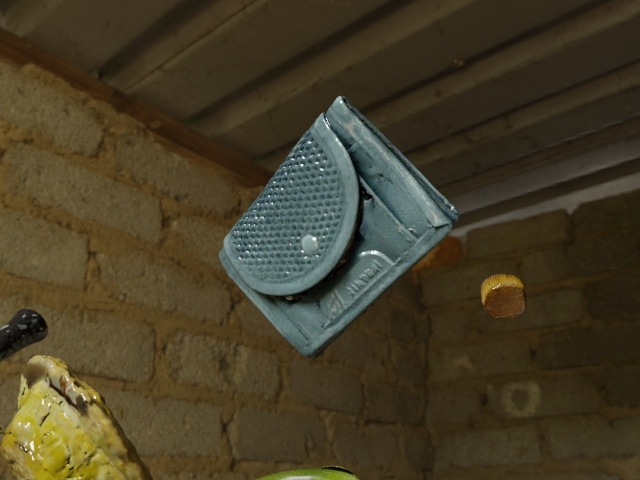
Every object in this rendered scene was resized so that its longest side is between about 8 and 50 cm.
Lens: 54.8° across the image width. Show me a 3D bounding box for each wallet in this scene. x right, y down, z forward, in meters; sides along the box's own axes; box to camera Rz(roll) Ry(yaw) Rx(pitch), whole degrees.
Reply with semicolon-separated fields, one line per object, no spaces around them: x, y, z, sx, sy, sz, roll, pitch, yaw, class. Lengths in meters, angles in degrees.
0.000;0.000;0.875;0.342;0.237;0.075;-48;-12;33;wallet

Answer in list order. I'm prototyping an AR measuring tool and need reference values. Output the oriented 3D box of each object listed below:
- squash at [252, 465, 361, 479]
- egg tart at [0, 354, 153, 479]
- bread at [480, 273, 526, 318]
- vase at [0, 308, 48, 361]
-0.069;0.278;0.609;0.319;0.080;0.071;-20;-68;19;squash
-0.276;0.240;0.686;0.106;0.241;0.241;-34;-1;-37;egg tart
0.333;0.099;1.130;0.085;0.053;0.085;1;-63;2;bread
-0.457;0.154;0.868;0.059;0.059;0.167;-6;17;12;vase
